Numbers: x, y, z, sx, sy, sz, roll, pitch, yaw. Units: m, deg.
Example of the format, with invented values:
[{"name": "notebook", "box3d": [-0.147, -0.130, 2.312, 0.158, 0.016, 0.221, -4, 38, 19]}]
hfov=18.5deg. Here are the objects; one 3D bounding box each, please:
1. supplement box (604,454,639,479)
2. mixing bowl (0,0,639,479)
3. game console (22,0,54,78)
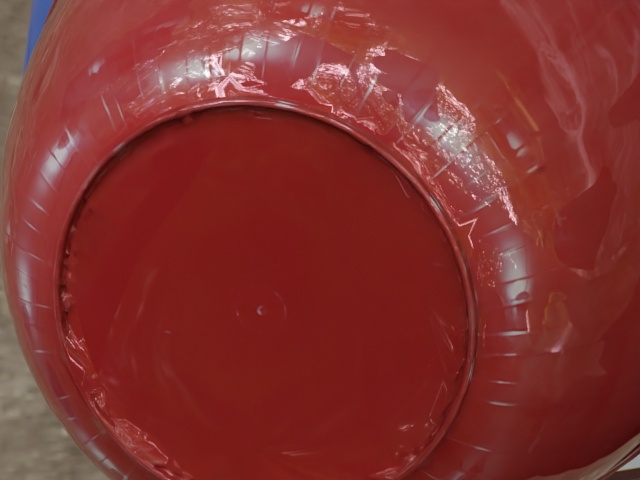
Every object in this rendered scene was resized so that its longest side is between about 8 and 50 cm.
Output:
[{"name": "supplement box", "box3d": [0.195, 0.069, 1.065, 0.194, 0.191, 0.129, -10, 79, 9]}, {"name": "mixing bowl", "box3d": [0.000, 0.000, 0.427, 0.181, 0.098, 0.181, 5, 107, 15]}, {"name": "game console", "box3d": [0.003, -0.110, 0.727, 0.250, 0.173, 0.293, 15, 121, 2]}]
